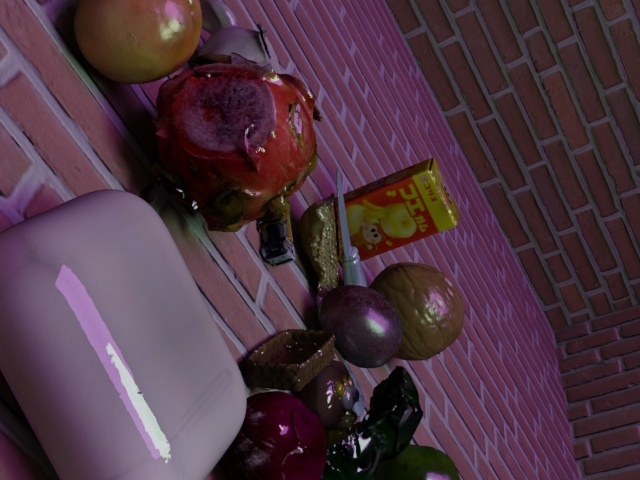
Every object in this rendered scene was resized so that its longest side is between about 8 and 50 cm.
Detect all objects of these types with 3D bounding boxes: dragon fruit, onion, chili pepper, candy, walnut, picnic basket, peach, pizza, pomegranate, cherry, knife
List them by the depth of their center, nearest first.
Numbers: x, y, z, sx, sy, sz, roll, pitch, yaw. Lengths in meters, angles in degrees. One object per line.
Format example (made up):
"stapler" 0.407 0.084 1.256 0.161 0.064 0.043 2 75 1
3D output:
"onion" -0.073 0.275 1.144 0.198 0.135 0.173 45 28 -42
"peach" -0.259 -0.315 1.201 0.184 0.184 0.184 50 28 -39
"dragon fruit" -0.126 -0.134 1.277 0.291 0.250 0.269 87 7 -73
"picnic basket" -0.045 0.192 1.337 0.193 0.110 0.054 -23 114 -69
"chili pepper" 0.083 0.322 1.345 0.264 0.116 0.148 -42 133 -29
"pomegranate" 0.159 0.443 1.518 0.187 0.187 0.225 55 0 -30
"cherry" 0.072 0.156 1.582 0.176 0.140 0.176 52 -3 3
"pizza" -0.001 -0.006 1.680 0.204 0.081 0.188 -76 164 -71
"knife" 0.054 0.008 1.690 0.080 0.044 0.331 -76 159 -49
"candy" 0.143 -0.058 1.781 0.146 0.276 0.088 60 23 -16
"walnut" 0.205 0.153 1.838 0.228 0.228 0.228 50 28 -39

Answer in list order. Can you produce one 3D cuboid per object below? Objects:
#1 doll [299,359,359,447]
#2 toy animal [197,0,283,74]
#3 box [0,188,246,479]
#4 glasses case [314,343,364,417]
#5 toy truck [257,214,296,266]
"doll" 0.026 0.291 1.434 0.145 0.096 0.188 -58 134 -55
"toy animal" -0.133 -0.290 1.514 0.208 0.154 0.325 40 30 -62
"box" -0.221 0.122 0.925 0.349 0.141 0.288 64 21 -9
"glasses case" 0.032 0.254 1.537 0.178 0.045 0.067 58 22 -24
"toy truck" -0.077 -0.013 1.519 0.063 0.052 0.123 48 27 -55
